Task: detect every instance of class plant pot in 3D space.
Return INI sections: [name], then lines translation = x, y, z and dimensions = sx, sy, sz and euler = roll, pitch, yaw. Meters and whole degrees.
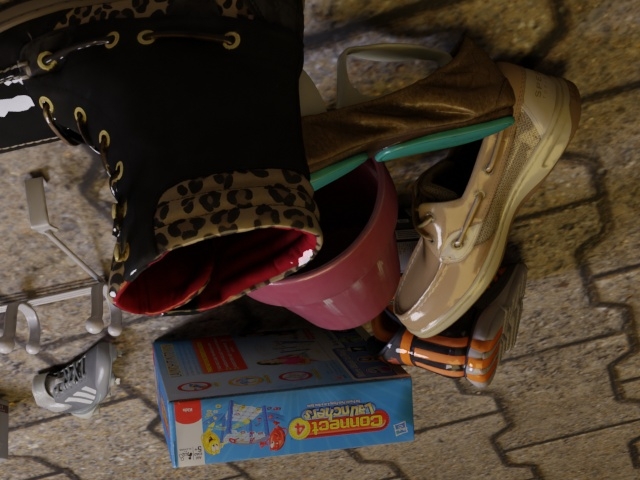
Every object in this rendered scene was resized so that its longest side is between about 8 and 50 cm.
[plant pot]
translation = 0.000, 0.000, 1.399
dimensions = 0.201, 0.201, 0.180
euler = -17, 146, 13

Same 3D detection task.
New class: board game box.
[board game box]
translation = -0.060, 0.195, 1.722
dimensions = 0.301, 0.086, 0.308
euler = -5, -170, -10

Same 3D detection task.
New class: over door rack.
[over door rack]
translation = -0.383, 0.065, 1.515
dimensions = 0.239, 0.108, 0.324
euler = -12, 153, 2

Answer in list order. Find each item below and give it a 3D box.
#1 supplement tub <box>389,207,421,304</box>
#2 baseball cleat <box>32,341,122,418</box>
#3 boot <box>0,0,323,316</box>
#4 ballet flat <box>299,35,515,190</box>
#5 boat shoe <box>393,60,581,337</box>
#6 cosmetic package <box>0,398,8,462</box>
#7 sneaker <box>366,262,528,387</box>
[supplement tub]
translation = 0.081, 0.020, 1.577
dimensions = 0.190, 0.117, 0.117
euler = -4, 153, -13
[baseball cleat]
translation = -0.346, 0.200, 1.834
dimensions = 0.109, 0.072, 0.206
euler = 7, 146, -17
[boot]
translation = -0.171, -0.074, 1.117
dimensions = 0.377, 0.284, 0.138
euler = -17, 153, 13
[ballet flat]
translation = 0.029, -0.118, 1.232
dimensions = 0.342, 0.124, 0.116
euler = -21, 176, -21
[boat shoe]
translation = 0.151, -0.044, 1.422
dimensions = 0.110, 0.122, 0.341
euler = 17, 118, -21
[cosmetic package]
translation = -0.576, 0.302, 1.918
dimensions = 0.238, 0.107, 0.127
euler = -27, 146, 36
[sneaker]
translation = 0.163, 0.087, 1.699
dimensions = 0.180, 0.125, 0.321
euler = 11, -167, 17
